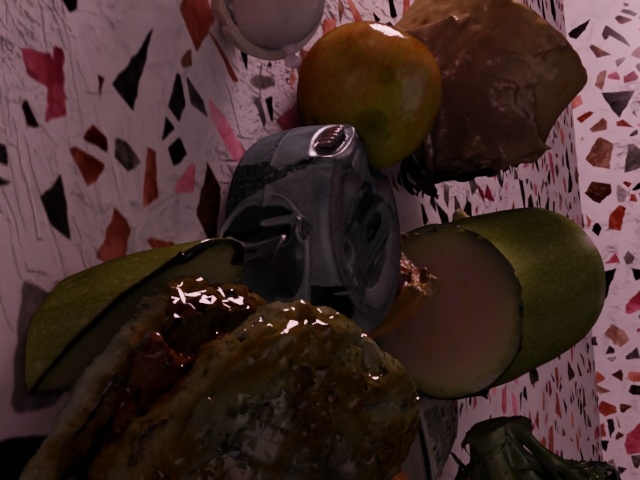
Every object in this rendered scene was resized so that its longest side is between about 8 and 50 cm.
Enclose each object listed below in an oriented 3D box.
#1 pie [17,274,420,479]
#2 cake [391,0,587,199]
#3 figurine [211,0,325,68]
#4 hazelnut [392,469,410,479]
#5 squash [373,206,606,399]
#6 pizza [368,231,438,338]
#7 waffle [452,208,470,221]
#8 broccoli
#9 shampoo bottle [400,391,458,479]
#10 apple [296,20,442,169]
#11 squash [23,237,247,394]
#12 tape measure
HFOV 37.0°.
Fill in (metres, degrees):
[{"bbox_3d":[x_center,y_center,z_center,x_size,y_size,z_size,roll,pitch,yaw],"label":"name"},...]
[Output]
[{"bbox_3d":[-0.083,0.245,0.790,0.395,0.180,0.418,31,80,-59],"label":"pie"},{"bbox_3d":[0.218,-0.221,1.543,0.321,0.332,0.332,-53,146,-2],"label":"cake"},{"bbox_3d":[-0.067,-0.314,1.092,0.162,0.141,0.236,-29,116,-33],"label":"figurine"},{"bbox_3d":[0.040,0.324,1.151,0.150,0.150,0.150,-6,90,-65],"label":"hazelnut"},{"bbox_3d":[0.270,0.085,1.494,0.384,0.263,0.263,-9,92,-56],"label":"squash"},{"bbox_3d":[0.072,0.034,1.327,0.069,0.154,0.194,12,51,-45],"label":"pizza"},{"bbox_3d":[0.286,0.076,1.820,0.250,0.056,0.261,38,53,-55],"label":"waffle"},{"bbox_3d":[0.308,0.425,1.517,0.304,0.321,0.283,-27,97,-51],"label":"broccoli"},{"bbox_3d":[0.177,0.275,1.526,0.284,0.071,0.153,-34,115,-65],"label":"shampoo bottle"},{"bbox_3d":[0.062,-0.184,1.250,0.196,0.196,0.196,-6,90,-65],"label":"apple"},{"bbox_3d":[-0.158,0.040,0.823,0.085,0.184,0.192,48,15,18],"label":"squash"},{"bbox_3d":[0.000,0.000,1.120,0.256,0.147,0.275,61,35,-41],"label":"tape measure"}]
